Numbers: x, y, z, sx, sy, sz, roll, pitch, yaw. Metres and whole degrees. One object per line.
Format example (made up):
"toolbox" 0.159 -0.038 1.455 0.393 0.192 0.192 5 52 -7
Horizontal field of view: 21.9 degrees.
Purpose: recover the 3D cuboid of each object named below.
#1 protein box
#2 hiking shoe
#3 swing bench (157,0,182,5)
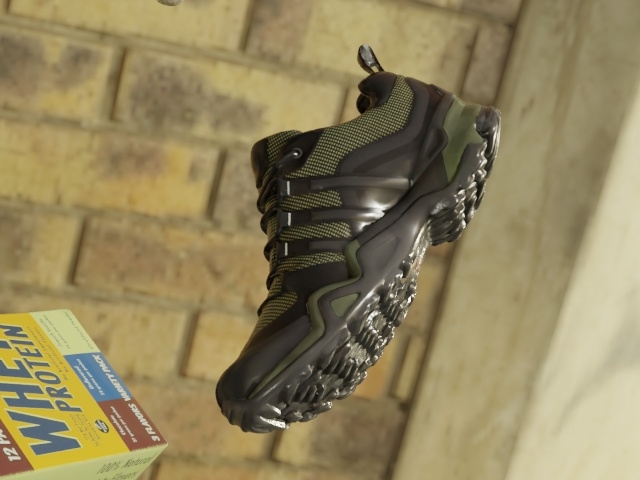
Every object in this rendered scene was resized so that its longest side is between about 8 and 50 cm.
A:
"protein box" -0.259 0.167 1.166 0.136 0.201 0.200 51 23 19
"hiking shoe" 0.000 0.000 0.890 0.114 0.227 0.086 30 -23 18
"swing bench" -0.074 -0.297 0.849 0.165 0.253 0.255 -20 38 -22
